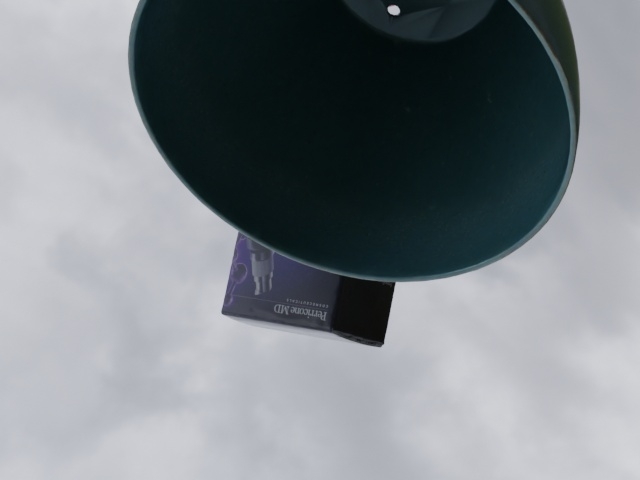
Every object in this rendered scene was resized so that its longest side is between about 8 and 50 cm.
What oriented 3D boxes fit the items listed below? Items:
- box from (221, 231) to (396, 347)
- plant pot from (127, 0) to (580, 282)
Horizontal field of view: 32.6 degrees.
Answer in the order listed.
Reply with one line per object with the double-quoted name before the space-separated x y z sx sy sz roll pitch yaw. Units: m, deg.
"box" 0.000 0.000 1.183 0.108 0.153 0.207 23 -105 -54
"plant pot" 0.042 -0.141 0.749 0.290 0.290 0.195 34 -132 -12
